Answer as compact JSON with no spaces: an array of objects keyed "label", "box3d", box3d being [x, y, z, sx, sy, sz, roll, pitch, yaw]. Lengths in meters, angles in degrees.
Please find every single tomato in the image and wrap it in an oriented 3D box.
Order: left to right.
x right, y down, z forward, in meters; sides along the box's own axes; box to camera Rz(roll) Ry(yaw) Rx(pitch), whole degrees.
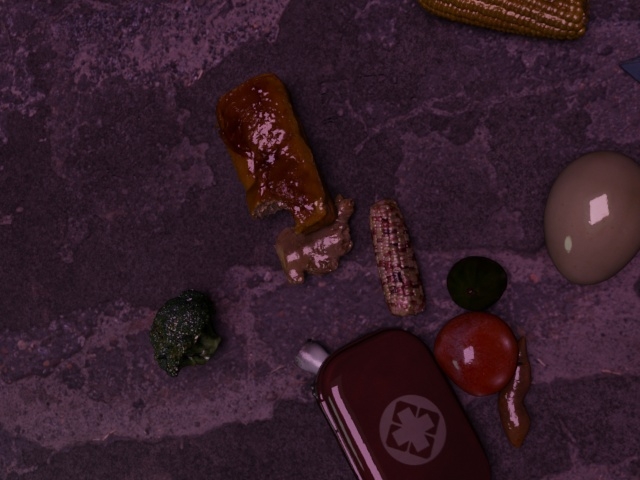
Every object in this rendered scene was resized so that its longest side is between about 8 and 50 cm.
[{"label":"tomato","box3d":[0.299,0.216,1.460,0.167,0.167,0.167,-1,87,18]}]

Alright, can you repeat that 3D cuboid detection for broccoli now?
[{"label":"broccoli","box3d":[-0.298,0.203,1.668,0.156,0.195,0.195,39,100,-4]}]

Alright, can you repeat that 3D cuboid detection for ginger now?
[{"label":"ginger","box3d":[0.001,0.005,1.624,0.213,0.074,0.137,-32,78,8]}]

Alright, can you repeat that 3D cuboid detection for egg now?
[{"label":"egg","box3d":[0.508,-0.040,1.394,0.189,0.189,0.253,19,100,18]}]

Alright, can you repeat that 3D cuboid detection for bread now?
[{"label":"bread","box3d":[-0.105,-0.173,1.621,0.185,0.109,0.380,-26,70,13]}]

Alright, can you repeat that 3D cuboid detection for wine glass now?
[{"label":"wine glass","box3d":[0.024,0.276,1.603,0.155,0.072,0.072,32,97,17]}]

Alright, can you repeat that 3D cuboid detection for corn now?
[{"label":"corn","box3d":[0.155,0.034,1.562,0.086,0.086,0.253,-15,82,17]},{"label":"corn","box3d":[0.354,-0.476,1.506,0.363,0.120,0.120,21,94,18]}]

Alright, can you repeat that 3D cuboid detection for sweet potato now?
[{"label":"sweet potato","box3d":[0.383,0.297,1.490,0.065,0.051,0.218,1,87,22]}]

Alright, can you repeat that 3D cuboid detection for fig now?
[{"label":"fig","box3d":[0.297,0.093,1.467,0.117,0.177,0.117,5,107,18]}]

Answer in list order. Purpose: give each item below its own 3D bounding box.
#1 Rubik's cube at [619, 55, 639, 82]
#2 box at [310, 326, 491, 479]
[{"label":"Rubik's cube","box3d":[0.727,-0.305,1.358,0.229,0.228,0.233,15,136,-17]},{"label":"box","box3d":[0.163,0.372,1.484,0.263,0.108,0.403,-25,79,-17]}]
